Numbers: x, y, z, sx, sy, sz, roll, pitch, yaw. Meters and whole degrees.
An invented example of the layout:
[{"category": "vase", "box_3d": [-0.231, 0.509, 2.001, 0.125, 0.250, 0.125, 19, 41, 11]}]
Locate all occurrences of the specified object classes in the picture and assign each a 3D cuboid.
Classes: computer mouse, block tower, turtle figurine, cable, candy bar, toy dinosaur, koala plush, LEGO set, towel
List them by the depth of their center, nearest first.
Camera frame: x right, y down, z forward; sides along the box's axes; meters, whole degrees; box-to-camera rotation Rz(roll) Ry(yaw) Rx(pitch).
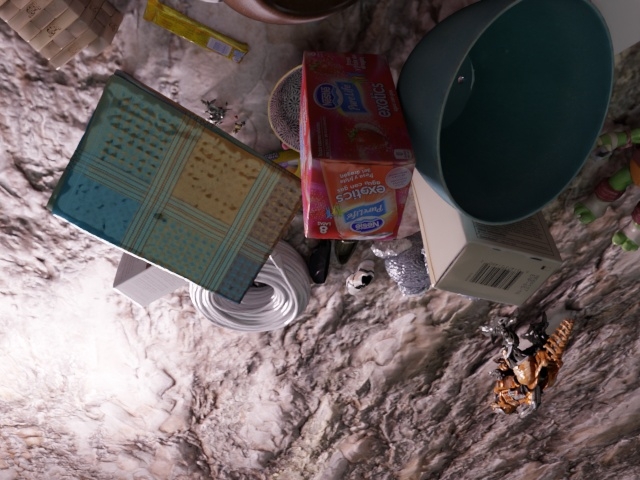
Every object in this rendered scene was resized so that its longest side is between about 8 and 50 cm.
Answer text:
[{"category": "block tower", "box_3d": [-0.415, -0.373, 0.729, 0.097, 0.091, 0.335, -26, 131, 24]}, {"category": "candy bar", "box_3d": [-0.182, -0.309, 0.856, 0.161, 0.018, 0.040, 20, 135, -22]}, {"category": "LEGO set", "box_3d": [-0.165, -0.205, 0.961, 0.083, 0.023, 0.054, 18, 133, -20]}, {"category": "turtle figurine", "box_3d": [0.530, -0.084, 0.973, 0.197, 0.275, 0.266, 13, 145, 7]}, {"category": "towel", "box_3d": [-0.235, -0.074, 0.981, 0.370, 0.040, 0.271, 29, 104, -19]}, {"category": "koala plush", "box_3d": [0.222, 0.033, 1.122, 0.221, 0.203, 0.196, -12, 136, 27]}, {"category": "computer mouse", "box_3d": [0.000, 0.000, 1.152, 0.041, 0.071, 0.242, 12, 135, 7]}, {"category": "cable", "box_3d": [-0.149, 0.096, 1.230, 0.257, 0.089, 0.257, -21, 134, 19]}, {"category": "toy dinosaur", "box_3d": [0.499, 0.288, 1.360, 0.164, 0.218, 0.322, 28, 129, -26]}]

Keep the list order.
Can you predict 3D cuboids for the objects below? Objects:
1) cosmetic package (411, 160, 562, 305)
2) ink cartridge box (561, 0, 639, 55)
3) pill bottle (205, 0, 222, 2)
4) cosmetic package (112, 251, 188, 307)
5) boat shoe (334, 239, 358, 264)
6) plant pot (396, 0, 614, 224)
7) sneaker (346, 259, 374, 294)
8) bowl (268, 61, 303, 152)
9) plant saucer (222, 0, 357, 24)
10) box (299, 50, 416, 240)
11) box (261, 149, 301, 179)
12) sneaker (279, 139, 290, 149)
[{"category": "cosmetic package", "box_3d": [0.247, -0.060, 0.923, 0.160, 0.309, 0.113, 13, 134, -14]}, {"category": "ink cartridge box", "box_3d": [0.422, -0.386, 0.728, 0.273, 0.115, 0.198, -30, 129, 26]}, {"category": "pill bottle", "box_3d": [-0.113, -0.417, 0.664, 0.130, 0.130, 0.246, 20, 132, -21]}, {"category": "cosmetic package", "box_3d": [-0.292, 0.030, 1.135, 0.231, 0.117, 0.085, -29, 129, 24]}, {"category": "boat shoe", "box_3d": [0.057, -0.012, 1.151, 0.056, 0.049, 0.152, 1, 136, -2]}, {"category": "plant pot", "box_3d": [0.215, -0.192, 0.783, 0.290, 0.195, 0.290, -14, 121, -25]}, {"category": "sneaker", "box_3d": [0.086, 0.089, 1.264, 0.040, 0.044, 0.109, 11, 137, -16]}, {"category": "bowl", "box_3d": [0.003, -0.223, 0.907, 0.170, 0.080, 0.170, -1, 135, -1]}, {"category": "plant saucer", "box_3d": [0.005, -0.374, 0.667, 0.310, 0.050, 0.310, -25, 155, -13]}, {"category": "box", "box_3d": [0.036, -0.132, 0.760, 0.122, 0.257, 0.128, 1, 135, -5]}, {"category": "box", "box_3d": [-0.081, -0.110, 1.051, 0.179, 0.043, 0.105, -10, 135, 11]}, {"category": "sneaker", "box_3d": [-0.015, -0.169, 0.981, 0.119, 0.057, 0.047, 2, 134, -6]}]
